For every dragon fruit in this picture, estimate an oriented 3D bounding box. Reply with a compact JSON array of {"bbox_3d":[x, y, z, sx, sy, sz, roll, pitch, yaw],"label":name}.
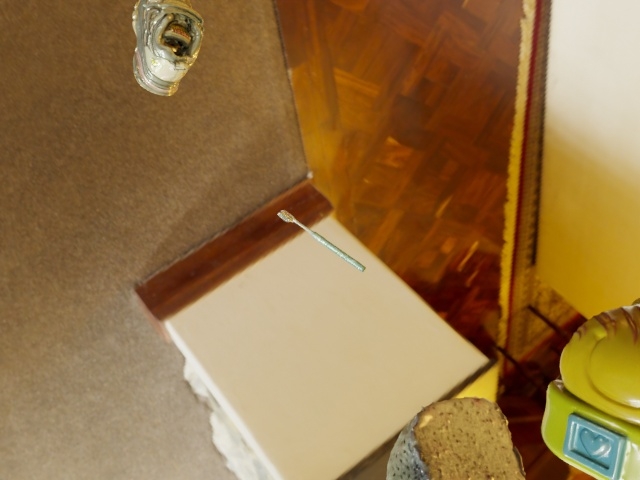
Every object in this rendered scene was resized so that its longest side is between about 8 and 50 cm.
[{"bbox_3d":[0.209,0.419,1.217,0.221,0.283,0.204,10,132,-26],"label":"dragon fruit"}]

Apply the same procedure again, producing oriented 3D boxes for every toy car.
[{"bbox_3d":[0.282,0.105,0.518,0.247,0.200,0.143,6,95,-33],"label":"toy car"}]

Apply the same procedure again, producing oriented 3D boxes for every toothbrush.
[{"bbox_3d":[0.000,0.000,1.102,0.014,0.167,0.011,-23,142,-51],"label":"toothbrush"}]

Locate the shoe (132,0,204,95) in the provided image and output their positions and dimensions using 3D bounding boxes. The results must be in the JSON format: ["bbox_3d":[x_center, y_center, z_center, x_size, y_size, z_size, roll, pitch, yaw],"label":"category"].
[{"bbox_3d":[-0.222,-0.309,1.084,0.089,0.092,0.180,14,72,-34],"label":"shoe"}]
